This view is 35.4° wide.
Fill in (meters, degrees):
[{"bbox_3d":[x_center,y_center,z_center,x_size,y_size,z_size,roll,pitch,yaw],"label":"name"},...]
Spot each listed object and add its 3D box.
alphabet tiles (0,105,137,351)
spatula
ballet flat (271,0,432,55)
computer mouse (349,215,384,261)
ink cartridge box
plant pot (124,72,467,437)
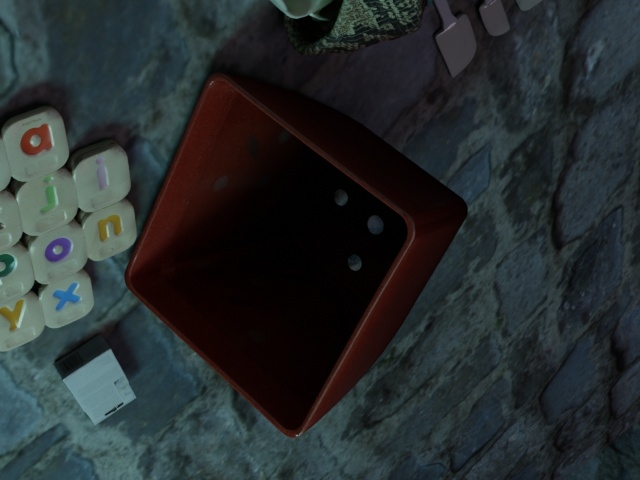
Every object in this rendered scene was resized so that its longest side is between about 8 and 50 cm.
[{"bbox_3d":[-0.307,0.007,0.944,0.284,0.021,0.278,-26,143,-25],"label":"alphabet tiles"},{"bbox_3d":[0.181,-0.304,1.119,0.168,0.019,0.242,-37,145,0],"label":"spatula"},{"bbox_3d":[-0.002,-0.291,0.778,0.182,0.164,0.483,-28,157,-7],"label":"ballet flat"},{"bbox_3d":[0.065,0.031,1.338,0.071,0.041,0.242,-31,145,-20],"label":"computer mouse"},{"bbox_3d":[-0.258,0.163,1.157,0.063,0.029,0.115,-33,146,-16],"label":"ink cartridge box"},{"bbox_3d":[0.000,0.000,1.064,0.236,0.267,0.267,-14,137,-55],"label":"plant pot"}]
